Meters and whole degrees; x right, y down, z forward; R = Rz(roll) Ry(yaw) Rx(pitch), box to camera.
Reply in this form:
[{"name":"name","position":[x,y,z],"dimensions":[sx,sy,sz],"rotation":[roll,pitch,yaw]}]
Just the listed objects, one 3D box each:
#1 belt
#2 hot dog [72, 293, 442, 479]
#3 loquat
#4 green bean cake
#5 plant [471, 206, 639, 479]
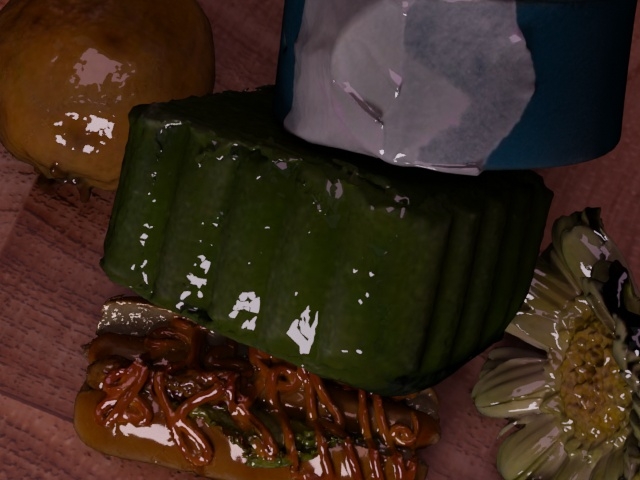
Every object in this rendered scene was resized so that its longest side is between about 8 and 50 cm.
[{"name":"belt","position":[0.116,-0.166,1.715],"dimensions":[0.300,0.436,0.173],"rotation":[8,100,12]},{"name":"hot dog","position":[-0.059,0.150,1.846],"dimensions":[0.349,0.117,0.158],"rotation":[14,72,2]},{"name":"loquat","position":[-0.212,-0.161,1.903],"dimensions":[0.238,0.193,0.238],"rotation":[2,76,-8]},{"name":"green bean cake","position":[0.000,0.000,1.746],"dimensions":[0.335,0.319,0.218],"rotation":[20,106,30]},{"name":"plant","position":[0.290,0.132,1.795],"dimensions":[0.297,0.261,0.305],"rotation":[11,83,1]}]
